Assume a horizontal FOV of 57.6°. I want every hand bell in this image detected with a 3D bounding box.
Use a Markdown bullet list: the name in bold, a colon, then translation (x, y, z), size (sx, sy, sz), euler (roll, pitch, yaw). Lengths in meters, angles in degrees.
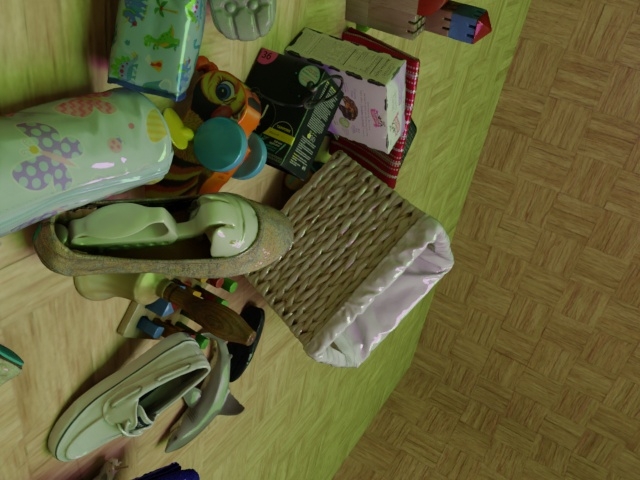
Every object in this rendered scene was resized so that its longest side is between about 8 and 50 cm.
- **hand bell**: translation (-0.187, 0.073, 0.757), size (0.126, 0.242, 0.126), euler (-49, 153, -34)

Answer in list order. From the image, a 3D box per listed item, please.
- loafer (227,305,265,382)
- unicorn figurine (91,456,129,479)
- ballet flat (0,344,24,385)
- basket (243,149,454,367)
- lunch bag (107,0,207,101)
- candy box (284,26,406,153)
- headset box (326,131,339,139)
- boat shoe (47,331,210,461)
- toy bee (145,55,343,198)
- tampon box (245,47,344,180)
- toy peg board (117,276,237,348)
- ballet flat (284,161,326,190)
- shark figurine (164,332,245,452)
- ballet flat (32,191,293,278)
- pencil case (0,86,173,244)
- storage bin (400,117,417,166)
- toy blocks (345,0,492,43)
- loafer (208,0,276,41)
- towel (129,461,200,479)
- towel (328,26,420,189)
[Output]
- **loafer**: translation (-0.158, 0.222, 1.242), size (0.170, 0.062, 0.061), euler (-64, 164, 1)
- **unicorn figurine**: translation (-0.368, 0.429, 0.991), size (0.111, 0.060, 0.162), euler (-61, 174, -25)
- **ballet flat**: translation (-0.378, 0.121, 0.623), size (0.052, 0.057, 0.168), euler (-45, 152, -21)
- **basket**: translation (0.060, 0.046, 1.166), size (0.331, 0.266, 0.328), euler (-46, 158, 2)
- **lunch bag**: translation (-0.176, -0.236, 0.656), size (0.151, 0.096, 0.129), euler (-93, -161, -70)
- **candy box**: translation (0.047, -0.257, 1.009), size (0.070, 0.196, 0.165), euler (-55, 157, -24)
- **headset box**: translation (0.019, -0.241, 1.146), size (0.083, 0.062, 0.032), euler (-61, 158, -8)
- **boat shoe**: translation (-0.281, 0.245, 0.866), size (0.258, 0.084, 0.095), euler (-41, 145, -11)
- **toy bee**: translation (-0.136, -0.158, 0.796), size (0.298, 0.162, 0.195), euler (-37, 168, -11)
- **tampon box**: translation (-0.058, -0.199, 0.929), size (0.161, 0.120, 0.101), euler (-66, 159, 1)
- **toy peg board**: translation (-0.217, 0.099, 0.942), size (0.161, 0.079, 0.160), euler (-64, 159, -4)
- **ballet flat**: translation (-0.008, -0.127, 1.222), size (0.073, 0.080, 0.232), euler (-41, 162, 17)
- **shark figurine**: translation (-0.197, 0.291, 1.158), size (0.166, 0.116, 0.278), euler (-11, 125, -66)
- **ballet flat**: translation (-0.168, -0.009, 0.691), size (0.315, 0.108, 0.106), euler (-7, 161, -24)
- **pencil case**: translation (-0.272, -0.072, 0.565), size (0.273, 0.124, 0.114), euler (-38, 146, -51)
- **storage bin**: translation (0.133, -0.219, 1.352), size (0.180, 0.122, 0.084), euler (-66, 159, 2)
- **toy blocks**: translation (0.184, -0.494, 0.983), size (0.191, 0.260, 0.381), euler (-49, 153, -36)
- **loafer**: translation (-0.101, -0.398, 0.665), size (0.111, 0.112, 0.320), euler (-101, -168, -55)
- **towel**: translation (-0.358, 0.468, 0.921), size (0.308, 0.076, 0.228), euler (5, 125, -53)
- **towel**: translation (0.097, -0.253, 1.146), size (0.031, 0.199, 0.275), euler (-23, 136, -34)
